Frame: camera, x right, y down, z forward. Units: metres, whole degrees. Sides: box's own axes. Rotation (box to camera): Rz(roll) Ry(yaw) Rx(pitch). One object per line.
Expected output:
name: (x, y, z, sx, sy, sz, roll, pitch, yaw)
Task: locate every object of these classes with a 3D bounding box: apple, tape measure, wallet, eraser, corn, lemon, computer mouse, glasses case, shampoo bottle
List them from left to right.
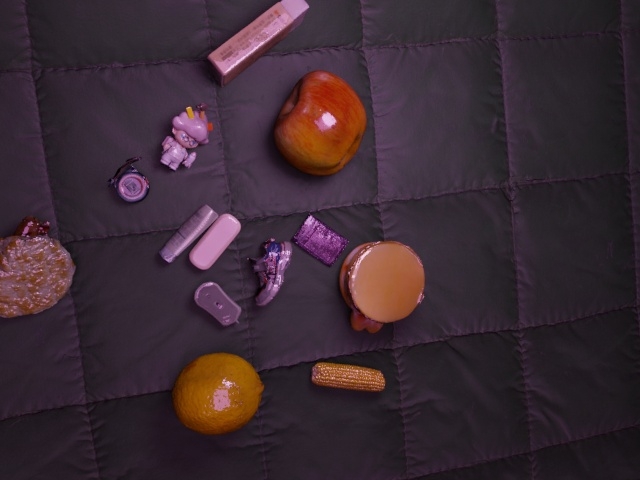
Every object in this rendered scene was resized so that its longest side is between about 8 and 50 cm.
tape measure: (-0.554, -0.172, 1.623, 0.107, 0.180, 0.104, 48, 67, -10)
shampoo bottle: (-0.412, -0.021, 1.716, 0.212, 0.049, 0.072, -46, 61, -3)
glasses case: (-0.333, 0.003, 1.739, 0.083, 0.050, 0.196, 41, 85, -14)
lemon: (-0.313, 0.465, 1.674, 0.268, 0.267, 0.266, -1, 94, -12)
computer mouse: (-0.323, 0.202, 1.752, 0.089, 0.056, 0.181, -45, 110, -4)
eraser: (-0.192, -0.615, 1.681, 0.343, 0.144, 0.078, -41, 99, -8)
wallet: (0.000, 0.000, 1.820, 0.166, 0.030, 0.111, 35, 85, -13)
apple: (0.009, -0.340, 1.675, 0.302, 0.301, 0.301, -1, 94, -12)
corn: (0.092, 0.457, 1.846, 0.249, 0.081, 0.081, 9, 92, -11)

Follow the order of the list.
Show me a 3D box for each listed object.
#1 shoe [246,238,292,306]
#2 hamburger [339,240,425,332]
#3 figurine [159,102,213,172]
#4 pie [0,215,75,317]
shoe: (-0.178, 0.093, 1.750, 0.126, 0.099, 0.227, 24, 83, -21)
hamburger: (0.190, 0.152, 1.792, 0.261, 0.186, 0.302, 1, 84, -14)
figurine: (-0.406, -0.316, 1.676, 0.137, 0.112, 0.228, 31, 94, -40)
pie: (-0.863, 0.091, 1.606, 0.275, 0.105, 0.257, -34, 109, -8)
